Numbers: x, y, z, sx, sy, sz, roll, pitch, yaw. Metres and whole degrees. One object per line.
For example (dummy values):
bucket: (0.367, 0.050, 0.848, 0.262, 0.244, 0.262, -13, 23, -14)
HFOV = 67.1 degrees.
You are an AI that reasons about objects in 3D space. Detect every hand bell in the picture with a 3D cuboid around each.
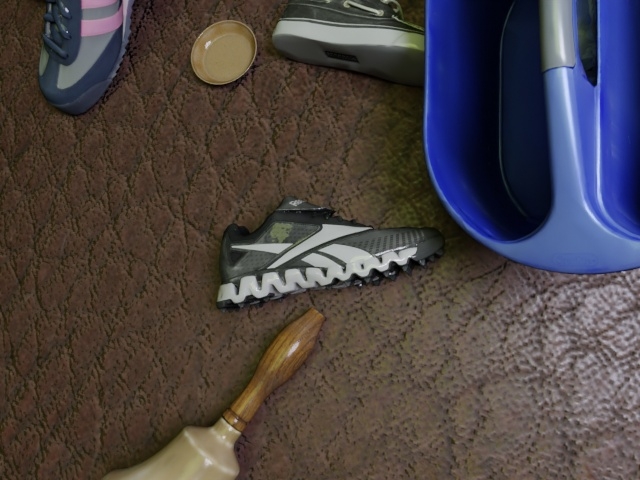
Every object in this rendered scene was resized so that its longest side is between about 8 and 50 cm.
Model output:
hand bell: (-0.075, 0.166, 0.464, 0.126, 0.126, 0.242, 36, 77, 17)

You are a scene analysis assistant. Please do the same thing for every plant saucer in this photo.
plant saucer: (-0.114, -0.222, 0.577, 0.083, 0.015, 0.083, -2, 78, 12)

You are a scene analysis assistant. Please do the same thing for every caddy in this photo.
caddy: (0.200, -0.146, 0.355, 0.241, 0.179, 0.341, -2, 86, 44)

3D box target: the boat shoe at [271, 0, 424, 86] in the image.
boat shoe: (0.054, -0.220, 0.506, 0.219, 0.078, 0.070, 18, 85, 17)

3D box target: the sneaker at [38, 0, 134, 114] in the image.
sneaker: (-0.278, -0.301, 0.541, 0.112, 0.131, 0.319, 31, 105, 17)

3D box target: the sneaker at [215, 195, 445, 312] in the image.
sneaker: (0.000, 0.000, 0.477, 0.234, 0.078, 0.106, -12, 79, 13)
